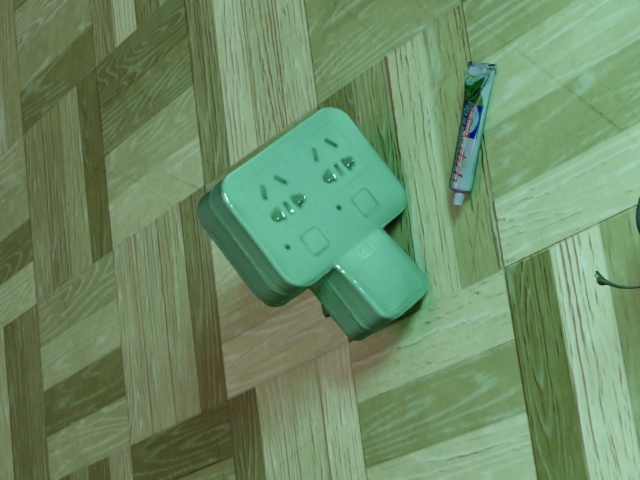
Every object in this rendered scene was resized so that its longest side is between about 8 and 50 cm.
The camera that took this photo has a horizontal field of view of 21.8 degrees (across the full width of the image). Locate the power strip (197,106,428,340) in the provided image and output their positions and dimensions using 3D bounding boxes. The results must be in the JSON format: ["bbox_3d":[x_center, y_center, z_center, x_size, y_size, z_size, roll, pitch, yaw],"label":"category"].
[{"bbox_3d":[0.000,0.000,2.051,0.261,0.229,0.141,52,145,0],"label":"power strip"}]

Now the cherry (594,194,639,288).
[{"bbox_3d":[0.344,-0.039,1.595,0.188,0.115,0.148,2,108,63],"label":"cherry"}]

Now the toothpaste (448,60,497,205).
[{"bbox_3d":[0.176,-0.125,1.948,0.045,0.028,0.170,15,96,51],"label":"toothpaste"}]
